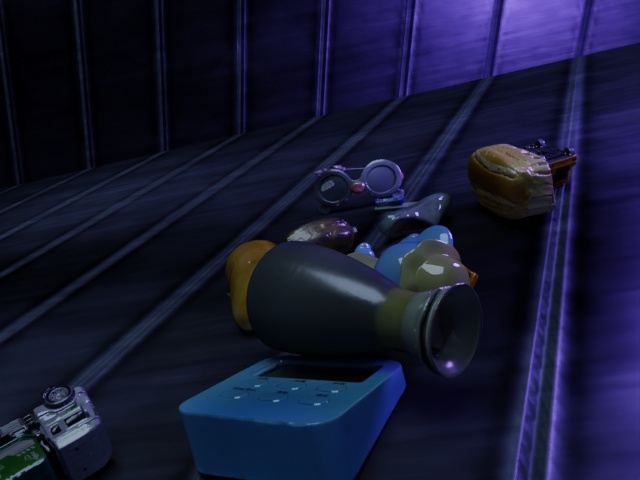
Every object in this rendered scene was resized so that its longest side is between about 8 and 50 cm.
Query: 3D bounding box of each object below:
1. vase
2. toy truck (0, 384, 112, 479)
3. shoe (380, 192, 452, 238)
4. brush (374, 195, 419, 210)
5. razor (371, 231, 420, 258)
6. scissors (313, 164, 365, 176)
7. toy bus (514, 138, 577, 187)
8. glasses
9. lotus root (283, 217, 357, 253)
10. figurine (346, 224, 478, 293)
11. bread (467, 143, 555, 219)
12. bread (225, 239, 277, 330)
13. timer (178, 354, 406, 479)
[{"bbox_3d":[0.056,0.096,0.906,0.321,0.173,0.173,6,28,46],"label":"vase"},{"bbox_3d":[-0.402,0.300,0.843,0.253,0.114,0.124,-26,36,-30],"label":"toy truck"},{"bbox_3d":[0.219,-0.039,1.394,0.195,0.079,0.078,-17,54,-30],"label":"shoe"},{"bbox_3d":[0.214,-0.093,1.575,0.179,0.029,0.033,-2,14,32],"label":"brush"},{"bbox_3d":[0.140,0.035,1.244,0.148,0.054,0.090,-18,20,-7],"label":"razor"},{"bbox_3d":[0.071,-0.203,1.866,0.189,0.015,0.100,-10,-2,-35],"label":"scissors"},{"bbox_3d":[0.512,-0.174,1.498,0.083,0.088,0.194,-17,18,-5],"label":"toy bus"},{"bbox_3d":[0.116,-0.145,1.774,0.234,0.117,0.268,-12,0,11],"label":"glasses"},{"bbox_3d":[0.000,0.000,1.383,0.179,0.080,0.089,-13,51,-25],"label":"lotus root"},{"bbox_3d":[0.129,0.058,1.057,0.180,0.153,0.262,-35,31,-21],"label":"figurine"},{"bbox_3d":[0.393,-0.125,1.373,0.106,0.139,0.236,-14,19,-9],"label":"bread"},{"bbox_3d":[-0.116,0.075,1.272,0.142,0.091,0.305,-12,20,-10],"label":"bread"},{"bbox_3d":[-0.029,0.207,0.860,0.232,0.091,0.250,-4,16,27],"label":"timer"}]
